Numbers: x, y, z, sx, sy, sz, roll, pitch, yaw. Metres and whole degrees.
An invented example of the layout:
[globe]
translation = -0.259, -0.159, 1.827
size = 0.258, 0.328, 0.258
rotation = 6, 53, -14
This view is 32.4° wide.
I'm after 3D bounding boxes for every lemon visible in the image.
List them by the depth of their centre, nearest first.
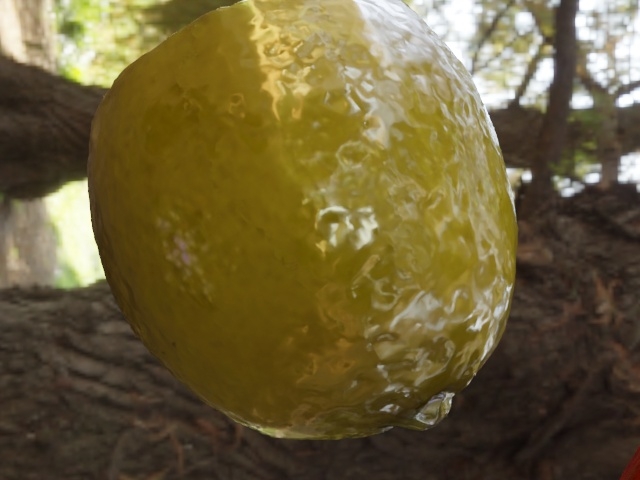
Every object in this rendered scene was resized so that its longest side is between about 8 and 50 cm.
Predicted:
[lemon]
translation = 0.000, 0.000, 0.889
size = 0.364, 0.364, 0.364
rotation = 176, -90, -81

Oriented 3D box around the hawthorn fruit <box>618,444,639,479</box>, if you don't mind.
[hawthorn fruit]
translation = 0.191, 0.111, 0.345
size = 0.242, 0.241, 0.272
rotation = 114, -30, -71
